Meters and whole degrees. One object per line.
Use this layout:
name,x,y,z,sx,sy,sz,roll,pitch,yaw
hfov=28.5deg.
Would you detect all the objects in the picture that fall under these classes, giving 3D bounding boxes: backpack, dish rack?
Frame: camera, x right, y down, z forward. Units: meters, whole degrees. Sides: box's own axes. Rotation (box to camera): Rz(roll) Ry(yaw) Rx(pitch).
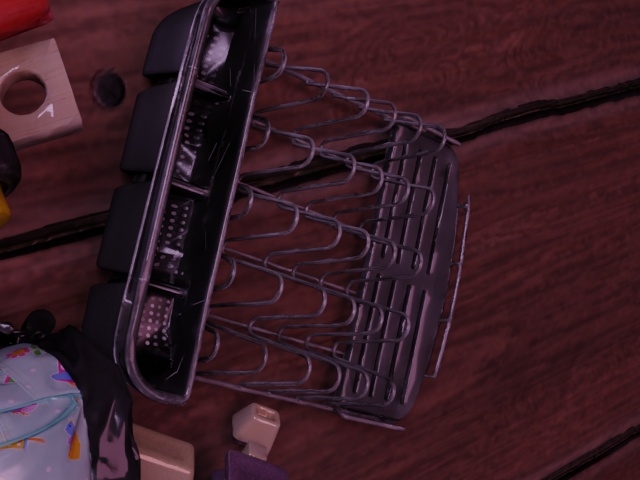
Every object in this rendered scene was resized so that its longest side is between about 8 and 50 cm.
backpack,-0.165,0.118,0.522,0.182,0.115,0.152,-12,103,-40
dish rack,0.000,0.000,0.698,0.271,0.074,0.208,20,80,-43

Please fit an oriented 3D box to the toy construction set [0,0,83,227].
toy construction set,-0.151,-0.143,0.478,0.309,0.257,0.237,-46,167,-13

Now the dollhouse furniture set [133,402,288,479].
dollhouse furniture set,-0.086,0.128,0.669,0.114,0.091,0.081,24,118,-20
